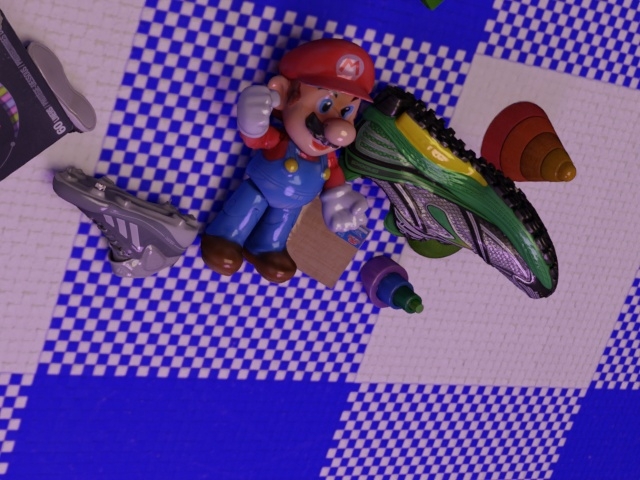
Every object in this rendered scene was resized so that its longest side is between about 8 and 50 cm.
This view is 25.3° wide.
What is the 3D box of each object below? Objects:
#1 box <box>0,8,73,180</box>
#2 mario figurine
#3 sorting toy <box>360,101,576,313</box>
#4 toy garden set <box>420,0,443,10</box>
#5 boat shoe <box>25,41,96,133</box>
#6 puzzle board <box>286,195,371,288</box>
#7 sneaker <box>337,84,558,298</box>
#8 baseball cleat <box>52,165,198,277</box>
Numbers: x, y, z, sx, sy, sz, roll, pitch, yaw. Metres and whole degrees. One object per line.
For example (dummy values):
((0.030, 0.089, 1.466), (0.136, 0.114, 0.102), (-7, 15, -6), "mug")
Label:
((-0.415, -0.117, 1.423), (0.270, 0.143, 0.165), (-38, 131, -11), "box")
((-0.024, -0.088, 1.699), (0.320, 0.170, 0.198), (-64, 166, 21), "mario figurine")
((0.217, -0.029, 1.943), (0.365, 0.126, 0.127), (-44, 132, -8), "sorting toy")
((0.142, -0.434, 1.713), (0.204, 0.049, 0.244), (-43, 131, -5), "toy garden set")
((-0.292, -0.164, 1.556), (0.125, 0.038, 0.046), (54, 37, -42), "boat shoe")
((0.000, 0.000, 1.879), (0.128, 0.011, 0.096), (32, 93, -43), "puzzle board")
((0.171, -0.042, 1.846), (0.343, 0.134, 0.146), (41, 108, -6), "sneaker")
((-0.237, -0.012, 1.662), (0.206, 0.072, 0.109), (22, 108, -38), "baseball cleat")
